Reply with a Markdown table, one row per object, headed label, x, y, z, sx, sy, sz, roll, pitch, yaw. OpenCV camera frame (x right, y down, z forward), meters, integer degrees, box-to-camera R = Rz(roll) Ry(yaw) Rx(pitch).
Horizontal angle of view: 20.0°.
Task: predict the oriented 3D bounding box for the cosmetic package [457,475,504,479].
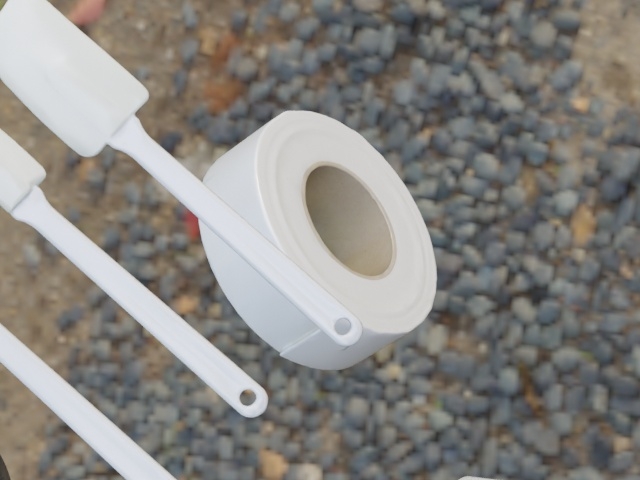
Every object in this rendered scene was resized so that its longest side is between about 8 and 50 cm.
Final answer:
| label | x | y | z | sx | sy | sz | roll | pitch | yaw |
| --- | --- | --- | --- | --- | --- | --- | --- | --- | --- |
| cosmetic package | 0.068 | 0.369 | 1.583 | 0.230 | 0.453 | 0.161 | -1 | 107 | 51 |

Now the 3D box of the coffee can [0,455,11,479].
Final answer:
| label | x | y | z | sx | sy | sz | roll | pitch | yaw |
| --- | --- | --- | --- | --- | --- | --- | --- | --- | --- |
| coffee can | -0.399 | 0.271 | 1.461 | 0.275 | 0.201 | 0.202 | -4 | 78 | 5 |

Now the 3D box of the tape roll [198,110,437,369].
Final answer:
| label | x | y | z | sx | sy | sz | roll | pitch | yaw |
| --- | --- | --- | --- | --- | --- | --- | --- | --- | --- |
| tape roll | 0.000 | 0.000 | 2.029 | 0.100 | 0.286 | 0.286 | -33 | 61 | 34 |

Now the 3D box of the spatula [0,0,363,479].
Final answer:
| label | x | y | z | sx | sy | sz | roll | pitch | yaw |
| --- | --- | --- | --- | --- | --- | --- | --- | --- | --- |
| spatula | -0.113 | 0.014 | 0.896 | 0.242 | 0.019 | 0.168 | 43 | 85 | -2 |
